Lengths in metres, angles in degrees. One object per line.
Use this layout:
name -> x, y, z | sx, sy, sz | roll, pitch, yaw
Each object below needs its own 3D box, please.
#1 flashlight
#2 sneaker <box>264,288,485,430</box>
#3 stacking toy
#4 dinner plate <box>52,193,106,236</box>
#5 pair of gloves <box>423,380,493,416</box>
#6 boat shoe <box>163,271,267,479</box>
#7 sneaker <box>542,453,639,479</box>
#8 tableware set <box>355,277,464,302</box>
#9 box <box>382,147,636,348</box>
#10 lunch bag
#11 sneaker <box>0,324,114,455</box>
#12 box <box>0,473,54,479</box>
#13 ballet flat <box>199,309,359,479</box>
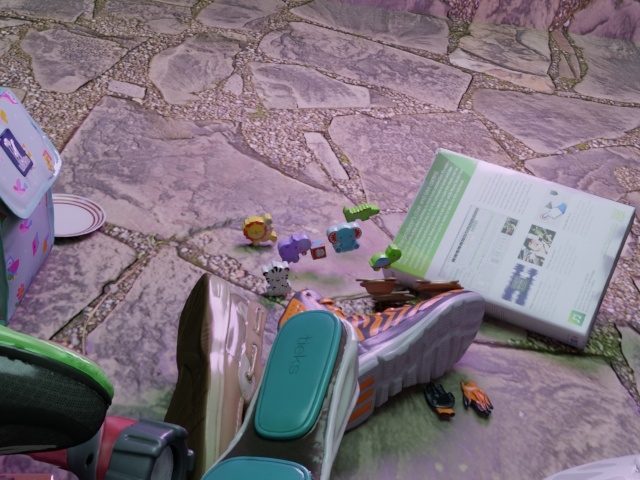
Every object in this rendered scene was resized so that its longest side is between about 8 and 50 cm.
flashlight -> -0.284, 0.213, 1.018 | 0.304, 0.103, 0.103 | 6, -16, 19
sneaker -> 0.063, 0.112, 1.298 | 0.321, 0.124, 0.180 | -21, 40, -39
stacking toy -> 0.000, 0.000, 1.522 | 0.221, 0.052, 0.167 | -13, 32, -6
dinner plate -> -0.408, -0.035, 1.561 | 0.141, 0.017, 0.141 | 6, 28, -3
pair of gloves -> 0.177, 0.205, 1.284 | 0.083, 0.010, 0.074 | -1, 24, -15
boat shoe -> -0.105, 0.173, 1.147 | 0.110, 0.121, 0.341 | 24, 36, -20
sneaker -> 0.430, 0.216, 1.073 | 0.448, 0.257, 0.169 | -2, 30, -19
tableware set -> 0.131, 0.068, 1.405 | 0.141, 0.020, 0.169 | -4, -11, 13
box -> 0.284, 0.005, 1.515 | 0.322, 0.058, 0.232 | 20, 66, 19
lunch bag -> -0.444, -0.054, 1.324 | 0.160, 0.262, 0.223 | 8, 27, -1
sneaker -> -0.405, 0.200, 0.815 | 0.483, 0.185, 0.202 | -12, 61, -18
box -> -0.333, 0.287, 0.902 | 0.170, 0.091, 0.130 | 2, 29, -12
ballet flat -> -0.039, 0.242, 0.995 | 0.139, 0.139, 0.400 | 15, 43, 11
